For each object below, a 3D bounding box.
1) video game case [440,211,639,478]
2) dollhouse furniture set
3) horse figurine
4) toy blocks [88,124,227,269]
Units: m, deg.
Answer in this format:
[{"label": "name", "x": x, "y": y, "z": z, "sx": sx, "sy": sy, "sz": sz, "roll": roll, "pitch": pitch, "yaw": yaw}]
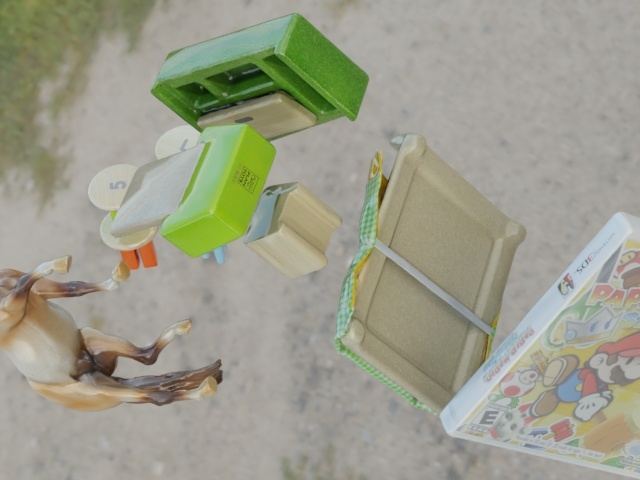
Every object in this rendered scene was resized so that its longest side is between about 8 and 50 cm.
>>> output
[{"label": "video game case", "x": 0.230, "y": 0.086, "z": 1.117, "sx": 0.206, "sy": 0.227, "sz": 0.026, "roll": -53, "pitch": 38, "yaw": 27}, {"label": "dollhouse furniture set", "x": 0.000, "y": 0.000, "z": 1.214, "sx": 0.151, "sy": 0.301, "sz": 0.197, "roll": -13, "pitch": 48, "yaw": 46}, {"label": "horse figurine", "x": -0.187, "y": 0.070, "z": 1.178, "sx": 0.174, "sy": 0.263, "sz": 0.066, "roll": -13, "pitch": 51, "yaw": 33}, {"label": "toy blocks", "x": -0.134, "y": -0.016, "z": 1.383, "sx": 0.123, "sy": 0.148, "sz": 0.054, "roll": -33, "pitch": 51, "yaw": -18}]
